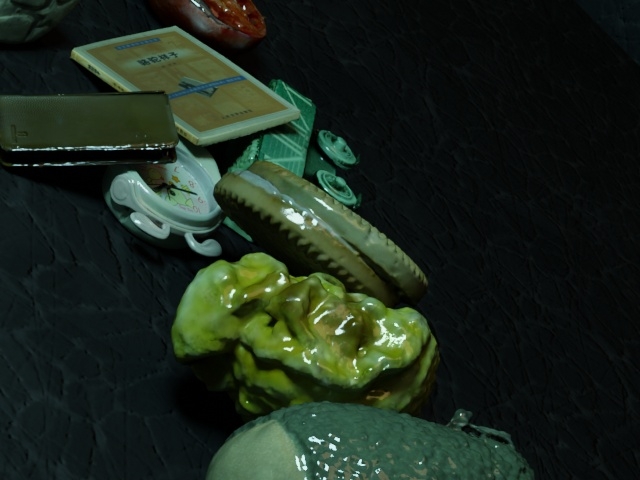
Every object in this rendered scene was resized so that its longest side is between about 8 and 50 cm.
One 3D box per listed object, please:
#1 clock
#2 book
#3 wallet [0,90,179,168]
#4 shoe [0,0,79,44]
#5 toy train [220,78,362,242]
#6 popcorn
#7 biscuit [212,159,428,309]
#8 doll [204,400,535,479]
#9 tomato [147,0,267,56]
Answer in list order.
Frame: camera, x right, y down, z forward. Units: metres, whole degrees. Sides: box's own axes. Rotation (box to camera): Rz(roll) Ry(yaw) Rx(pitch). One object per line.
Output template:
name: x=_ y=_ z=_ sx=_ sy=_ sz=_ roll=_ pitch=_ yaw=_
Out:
clock: x=-0.180 y=-0.054 z=2.100 sx=0.151 sy=0.062 sz=0.191 roll=21 pitch=34 yaw=-33
book: x=-0.162 y=-0.189 z=2.240 sx=0.170 sy=0.018 sz=0.242 roll=-19 pitch=43 yaw=-42
wallet: x=-0.260 y=-0.124 z=2.048 sx=0.198 sy=0.031 sz=0.110 roll=-2 pitch=43 yaw=-14
shoe: x=-0.447 y=-0.332 z=2.117 sx=0.210 sy=0.132 sz=0.342 roll=48 pitch=25 yaw=23
toy train: x=-0.035 y=-0.085 z=2.268 sx=0.154 sy=0.115 sz=0.269 roll=35 pitch=29 yaw=-14
popcorn: x=0.007 y=0.118 z=1.884 sx=0.286 sy=0.225 sz=0.173 roll=33 pitch=67 yaw=-45
biscuit: x=0.000 y=0.000 z=2.039 sx=0.259 sy=0.079 sz=0.259 roll=35 pitch=-8 yaw=5
doll: x=0.059 y=0.274 z=1.756 sx=0.349 sy=0.247 sz=0.247 roll=2 pitch=45 yaw=-36
tomato: x=-0.162 y=-0.302 z=2.459 sx=0.166 sy=0.082 sz=0.174 roll=13 pitch=34 yaw=-48
